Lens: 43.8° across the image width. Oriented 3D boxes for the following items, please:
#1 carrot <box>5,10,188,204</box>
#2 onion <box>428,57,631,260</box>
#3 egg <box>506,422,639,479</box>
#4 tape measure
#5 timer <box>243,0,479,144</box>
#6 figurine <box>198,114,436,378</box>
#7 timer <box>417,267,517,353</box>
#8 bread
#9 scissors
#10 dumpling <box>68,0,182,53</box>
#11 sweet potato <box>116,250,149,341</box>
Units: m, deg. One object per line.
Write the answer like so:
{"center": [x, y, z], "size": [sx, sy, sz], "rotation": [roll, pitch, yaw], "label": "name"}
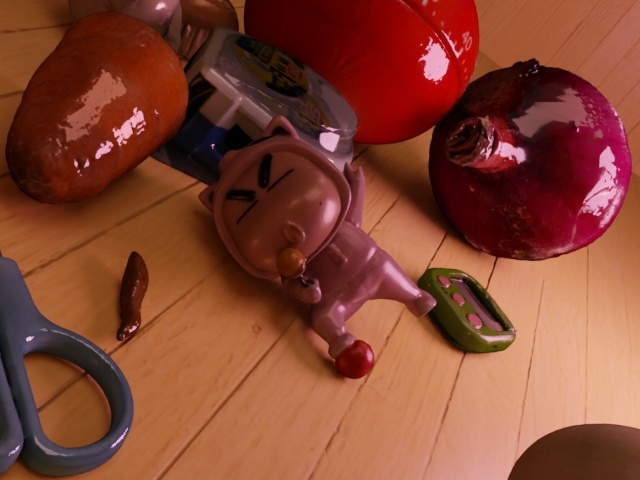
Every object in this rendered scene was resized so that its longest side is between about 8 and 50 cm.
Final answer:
{"center": [-0.241, -0.113, 0.799], "size": [0.159, 0.159, 0.225], "rotation": [33, 39, -9], "label": "carrot"}
{"center": [0.314, -0.135, 1.307], "size": [0.385, 0.348, 0.348], "rotation": [6, 40, -54], "label": "onion"}
{"center": [0.275, 0.285, 0.687], "size": [0.269, 0.219, 0.219], "rotation": [46, 27, 13], "label": "egg"}
{"center": [-0.080, -0.163, 1.068], "size": [0.262, 0.138, 0.259], "rotation": [30, 28, -15], "label": "tape measure"}
{"center": [0.060, -0.323, 1.266], "size": [0.377, 0.279, 0.378], "rotation": [30, -16, 10], "label": "timer"}
{"center": [0.000, 0.000, 0.874], "size": [0.287, 0.176, 0.186], "rotation": [54, 1, 1], "label": "figurine"}
{"center": [0.200, 0.097, 1.099], "size": [0.128, 0.047, 0.140], "rotation": [6, 40, -46], "label": "timer"}
{"center": [-0.236, -0.371, 1.244], "size": [0.236, 0.106, 0.140], "rotation": [23, 27, -30], "label": "bread"}
{"center": [-0.291, -0.003, 0.649], "size": [0.192, 0.029, 0.447], "rotation": [10, 37, -45], "label": "scissors"}
{"center": [-0.252, -0.332, 1.098], "size": [0.172, 0.142, 0.247], "rotation": [1, 78, -58], "label": "dumpling"}
{"center": [-0.170, 0.052, 0.723], "size": [0.026, 0.026, 0.115], "rotation": [24, 33, -26], "label": "sweet potato"}
